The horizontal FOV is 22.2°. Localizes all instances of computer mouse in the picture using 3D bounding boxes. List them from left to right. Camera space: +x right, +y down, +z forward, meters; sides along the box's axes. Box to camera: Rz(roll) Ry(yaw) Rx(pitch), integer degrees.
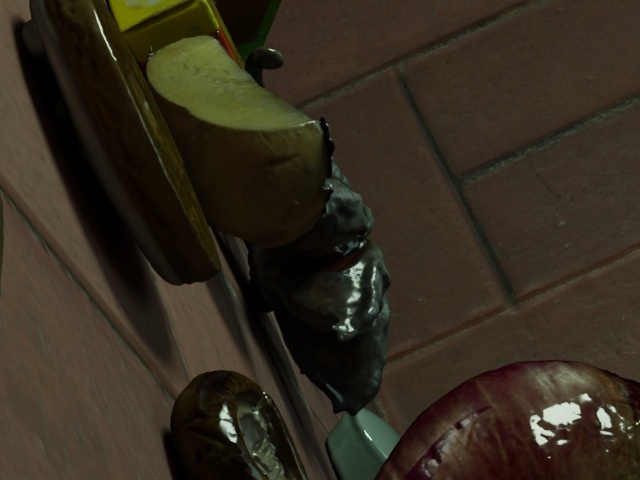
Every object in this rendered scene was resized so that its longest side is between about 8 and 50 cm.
[{"bbox_3d":[0.075,0.277,1.664,0.128,0.079,0.231,-45,114,-86],"label":"computer mouse"}]

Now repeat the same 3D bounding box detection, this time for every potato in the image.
[{"bbox_3d":[-0.081,-0.070,1.346,0.243,0.098,0.138,-136,-143,-54],"label":"potato"}]

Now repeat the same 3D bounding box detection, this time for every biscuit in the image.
[{"bbox_3d":[-0.116,-0.064,0.930,0.181,0.049,0.208,64,2,-48],"label":"biscuit"}]

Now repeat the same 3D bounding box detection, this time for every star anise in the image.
[{"bbox_3d":[0.000,0.000,1.507,0.316,0.139,0.359,63,-12,8],"label":"star anise"}]

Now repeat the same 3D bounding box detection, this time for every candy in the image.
[{"bbox_3d":[-0.119,-0.164,1.578,0.276,0.088,0.146,64,3,-49],"label":"candy"}]

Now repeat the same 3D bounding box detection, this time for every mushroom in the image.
[{"bbox_3d":[-0.034,0.123,0.813,0.123,0.052,0.123,58,5,-8],"label":"mushroom"}]

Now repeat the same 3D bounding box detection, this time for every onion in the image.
[{"bbox_3d":[0.199,0.277,1.259,0.385,0.347,0.348,-116,-178,-78],"label":"onion"}]

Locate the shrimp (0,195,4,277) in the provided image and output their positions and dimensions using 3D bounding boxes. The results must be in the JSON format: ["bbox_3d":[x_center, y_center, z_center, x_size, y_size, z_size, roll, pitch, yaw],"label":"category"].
[{"bbox_3d":[-0.141,-0.101,0.368,0.168,0.077,0.317,50,19,-74],"label":"shrimp"}]

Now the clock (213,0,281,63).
[{"bbox_3d":[-0.143,-0.341,1.768,0.255,0.106,0.220,63,-25,17],"label":"clock"}]
